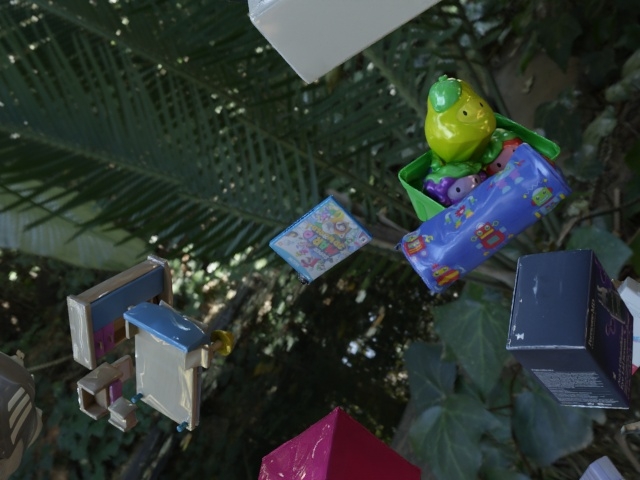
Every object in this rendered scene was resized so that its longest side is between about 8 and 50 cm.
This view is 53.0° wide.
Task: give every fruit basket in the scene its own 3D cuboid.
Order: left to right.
[{"bbox_3d":[0.388,-0.223,1.625,0.283,0.392,0.392,41,104,36],"label":"fruit basket"}]

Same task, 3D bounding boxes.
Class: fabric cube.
[{"bbox_3d":[0.029,0.544,1.267,0.259,0.254,0.258,-42,16,28],"label":"fabric cube"}]

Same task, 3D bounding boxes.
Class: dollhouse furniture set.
[{"bbox_3d":[-0.262,0.209,1.149,0.198,0.303,0.286,-33,-44,-50],"label":"dollhouse furniture set"}]

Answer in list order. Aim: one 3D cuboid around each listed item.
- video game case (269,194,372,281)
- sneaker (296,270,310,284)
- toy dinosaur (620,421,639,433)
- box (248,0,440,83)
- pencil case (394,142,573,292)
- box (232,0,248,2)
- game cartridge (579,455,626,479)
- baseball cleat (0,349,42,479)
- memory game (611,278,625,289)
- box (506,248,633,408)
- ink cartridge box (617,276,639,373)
[{"bbox_3d":[0.000,0.000,1.242,0.166,0.119,0.015,-36,24,26],"label":"video game case"},{"bbox_3d":[-0.031,0.062,1.389,0.158,0.061,0.065,3,-71,-86],"label":"sneaker"},{"bbox_3d":[0.532,0.290,0.972,0.064,0.268,0.118,-13,46,47],"label":"toy dinosaur"},{"bbox_3d":[0.068,-0.267,0.566,0.275,0.094,0.113,-28,48,21],"label":"box"},{"bbox_3d":[0.282,-0.039,1.126,0.306,0.119,0.133,-40,26,20],"label":"pencil case"},{"bbox_3d":[-0.095,-0.475,0.999,0.175,0.051,0.220,24,79,43],"label":"box"},{"bbox_3d":[0.685,0.649,1.363,0.068,0.230,0.355,-30,57,-2],"label":"game cartridge"},{"bbox_3d":[-0.341,0.192,0.672,0.206,0.072,0.109,96,-176,-50],"label":"baseball cleat"},{"bbox_3d":[0.863,0.161,1.744,0.186,0.186,0.012,-89,20,-64],"label":"memory game"},{"bbox_3d":[0.365,0.131,0.924,0.108,0.207,0.153,-8,53,39],"label":"box"},{"bbox_3d":[0.699,0.194,1.458,0.128,0.127,0.176,-19,-39,-61],"label":"ink cartridge box"}]
